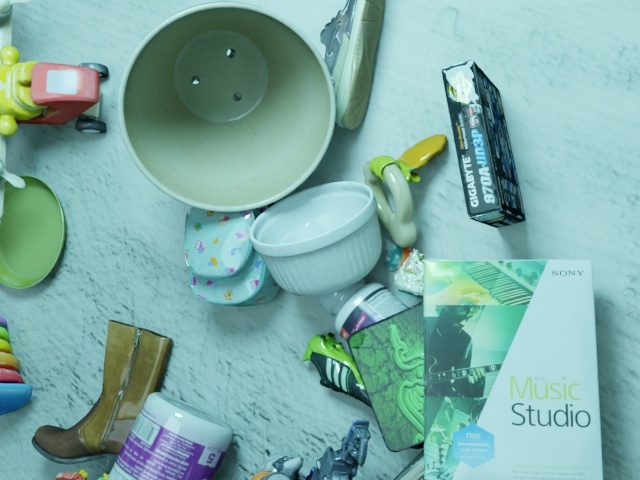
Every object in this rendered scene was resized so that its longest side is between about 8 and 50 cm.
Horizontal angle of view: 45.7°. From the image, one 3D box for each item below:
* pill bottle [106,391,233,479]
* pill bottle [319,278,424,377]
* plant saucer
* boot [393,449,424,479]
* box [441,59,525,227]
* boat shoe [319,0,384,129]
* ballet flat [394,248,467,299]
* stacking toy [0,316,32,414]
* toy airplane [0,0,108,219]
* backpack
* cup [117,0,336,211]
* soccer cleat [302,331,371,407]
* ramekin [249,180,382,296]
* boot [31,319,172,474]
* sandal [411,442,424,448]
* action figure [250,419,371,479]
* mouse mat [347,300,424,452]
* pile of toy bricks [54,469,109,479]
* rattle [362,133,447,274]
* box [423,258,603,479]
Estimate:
[{"bbox_3d":[-0.283,0.430,1.304,0.169,0.169,0.301,21,80,26],"label":"pill bottle"},{"bbox_3d":[0.092,0.136,1.210,0.193,0.108,0.108,42,105,22],"label":"pill bottle"},{"bbox_3d":[-0.621,-0.018,1.609,0.241,0.037,0.240,-2,86,27],"label":"plant saucer"},{"bbox_3d":[0.241,0.426,1.107,0.377,0.138,0.284,-46,69,9],"label":"boot"},{"bbox_3d":[0.242,-0.135,1.116,0.051,0.175,0.220,-13,82,24],"label":"box"},{"bbox_3d":[0.043,-0.331,1.270,0.092,0.103,0.285,11,98,21],"label":"boat shoe"},{"bbox_3d":[0.229,0.072,1.145,0.241,0.091,0.077,16,94,14],"label":"ballet flat"},{"bbox_3d":[-0.716,0.211,1.593,0.175,0.166,0.301,-31,62,33],"label":"stacking toy"},{"bbox_3d":[-0.644,-0.291,1.507,0.384,0.272,0.386,-47,69,17],"label":"toy airplane"},{"bbox_3d":[-0.150,0.023,1.319,0.166,0.144,0.188,-1,89,21],"label":"backpack"},{"bbox_3d":[-0.157,-0.245,1.261,0.331,0.331,0.237,-49,24,15],"label":"cup"},{"bbox_3d":[0.043,0.228,1.261,0.179,0.060,0.072,42,114,29],"label":"soccer cleat"},{"bbox_3d":[0.000,0.000,1.214,0.207,0.207,0.109,-8,117,26],"label":"ramekin"},{"bbox_3d":[-0.424,0.293,1.461,0.264,0.096,0.280,7,89,27],"label":"boot"},{"bbox_3d":[0.212,0.223,1.177,0.254,0.054,0.097,-45,49,20],"label":"sandal"},{"bbox_3d":[-0.043,0.426,1.159,0.179,0.330,0.341,15,109,-16],"label":"action figure"},{"bbox_3d":[0.135,0.198,1.118,0.153,0.007,0.189,-26,72,13],"label":"mouse mat"},{"bbox_3d":[-0.384,0.481,1.396,0.212,0.118,0.105,43,108,-2],"label":"pile of toy bricks"},{"bbox_3d":[0.155,-0.052,1.235,0.130,0.143,0.199,-18,95,56],"label":"rattle"},{"bbox_3d":[0.259,0.185,1.044,0.232,0.058,0.321,-1,77,11],"label":"box"}]
